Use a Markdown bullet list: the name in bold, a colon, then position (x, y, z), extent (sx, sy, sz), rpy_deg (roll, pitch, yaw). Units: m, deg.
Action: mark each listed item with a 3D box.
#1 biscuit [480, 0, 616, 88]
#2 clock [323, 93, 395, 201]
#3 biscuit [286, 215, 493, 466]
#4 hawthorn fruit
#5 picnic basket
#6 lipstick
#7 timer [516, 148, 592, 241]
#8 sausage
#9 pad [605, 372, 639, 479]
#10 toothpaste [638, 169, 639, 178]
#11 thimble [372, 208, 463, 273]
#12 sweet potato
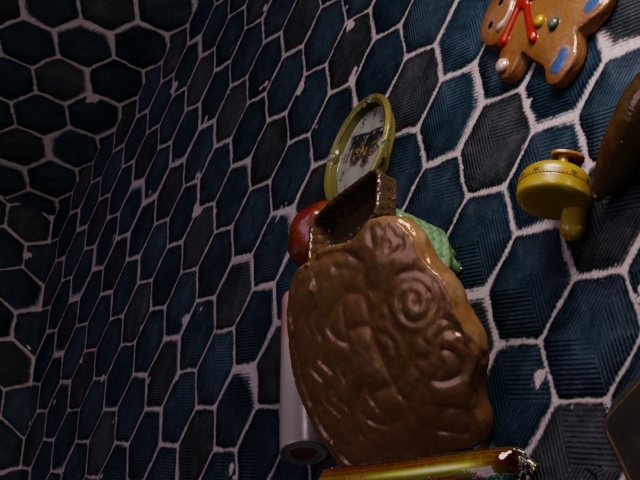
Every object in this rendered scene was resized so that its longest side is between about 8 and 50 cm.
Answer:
- **biscuit**: position (0.345, -0.349, 1.921), extent (0.205, 0.049, 0.324), rpy_deg (-64, 24, 10)
- **clock**: position (0.084, -0.164, 2.262), extent (0.237, 0.057, 0.237), rpy_deg (-46, 32, 41)
- **biscuit**: position (0.088, 0.177, 1.769), extent (0.365, 0.062, 0.385), rpy_deg (-35, 73, 41)
- **hawthorn fruit**: position (0.000, 0.000, 2.209), extent (0.138, 0.133, 0.133), rpy_deg (-55, 28, 40)
- **picnic basket**: position (0.052, -0.028, 1.876), extent (0.193, 0.055, 0.110), rpy_deg (-35, 40, 44)
- **lipstick**: position (-0.029, 0.237, 2.127), extent (0.087, 0.087, 0.327), rpy_deg (-44, 34, 40)
- **timer**: position (0.327, -0.059, 1.659), extent (0.107, 0.107, 0.109), rpy_deg (-28, 43, 53)
- **sausage**: position (0.151, 0.340, 1.664), extent (0.371, 0.082, 0.082), rpy_deg (-17, 54, 42)
- **pad**: position (0.437, 0.217, 1.281), extent (0.315, 0.063, 0.375), rpy_deg (-54, 30, 26)
- **toothpaste**: position (0.445, -0.090, 1.554), extent (0.083, 0.019, 0.027), rpy_deg (-26, 65, 60)
- **thimble**: position (0.112, 0.057, 1.925), extent (0.219, 0.150, 0.219), rpy_deg (-43, 34, 38)
- **sweet potato**: position (0.447, -0.210, 1.577), extent (0.346, 0.079, 0.108), rpy_deg (-64, 14, 1)
